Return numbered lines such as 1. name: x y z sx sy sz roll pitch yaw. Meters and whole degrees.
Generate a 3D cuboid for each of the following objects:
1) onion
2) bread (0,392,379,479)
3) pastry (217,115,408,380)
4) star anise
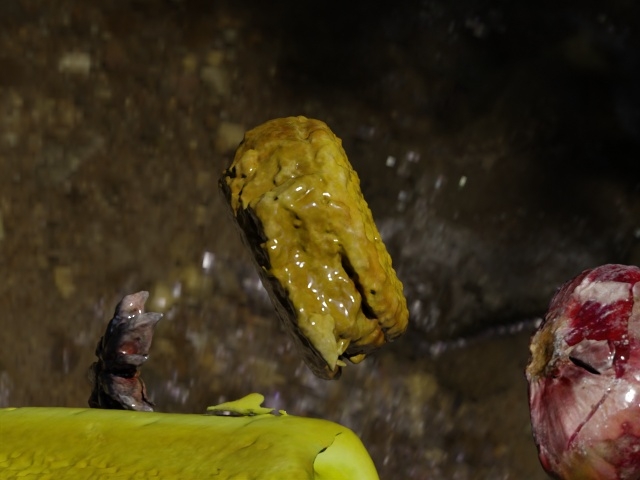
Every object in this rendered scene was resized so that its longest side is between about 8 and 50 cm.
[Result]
1. onion: 0.241 0.107 1.435 0.151 0.098 0.206 35 49 -33
2. bread: -0.141 0.146 0.824 0.166 0.383 0.112 -36 114 -45
3. pastry: 0.000 0.000 1.717 0.132 0.235 0.240 -28 84 -5
4. star anise: -0.172 0.113 1.598 0.042 0.141 0.141 10 59 -20
